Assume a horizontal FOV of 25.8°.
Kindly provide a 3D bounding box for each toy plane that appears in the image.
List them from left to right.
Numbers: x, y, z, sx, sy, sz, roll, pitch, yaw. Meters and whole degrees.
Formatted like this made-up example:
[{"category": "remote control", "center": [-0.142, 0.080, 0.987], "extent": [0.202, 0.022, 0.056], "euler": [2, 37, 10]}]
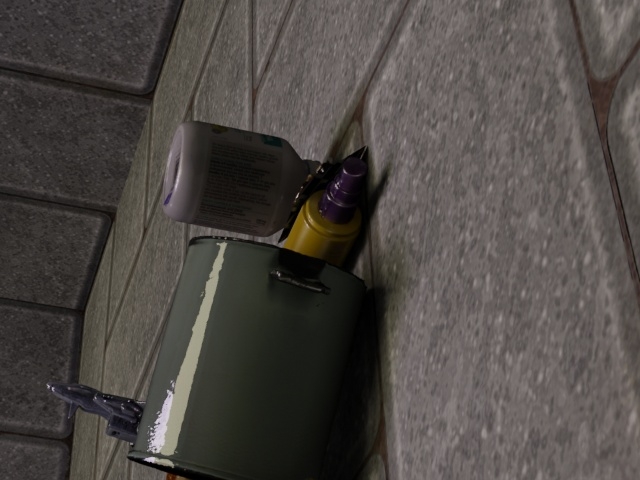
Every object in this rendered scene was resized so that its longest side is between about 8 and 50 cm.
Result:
[{"category": "toy plane", "center": [-0.363, 0.314, 2.486], "extent": [0.212, 0.267, 0.088], "euler": [124, 158, -55]}]

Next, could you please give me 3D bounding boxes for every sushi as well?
[{"category": "sushi", "center": [-0.008, -0.065, 1.736], "extent": [0.126, 0.026, 0.120], "euler": [-34, -20, -41]}]

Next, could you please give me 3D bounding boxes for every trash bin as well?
[{"category": "trash bin", "center": [-0.081, 0.151, 1.592], "extent": [0.277, 0.217, 0.263], "euler": [153, 133, -71]}]

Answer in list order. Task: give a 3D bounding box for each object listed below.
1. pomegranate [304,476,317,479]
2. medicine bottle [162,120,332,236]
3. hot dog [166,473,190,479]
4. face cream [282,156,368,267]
[{"category": "pomegranate", "center": [-0.061, 0.426, 1.450], "extent": [0.358, 0.216, 0.310], "euler": [-48, 22, -1]}, {"category": "medicine bottle", "center": [-0.090, -0.075, 1.834], "extent": [0.135, 0.215, 0.135], "euler": [-170, 90, -75]}, {"category": "hot dog", "center": [-0.229, 0.380, 2.370], "extent": [0.071, 0.045, 0.165], "euler": [-97, 23, -53]}, {"category": "face cream", "center": [0.000, 0.000, 1.717], "extent": [0.273, 0.078, 0.078], "euler": [115, 159, -45]}]
